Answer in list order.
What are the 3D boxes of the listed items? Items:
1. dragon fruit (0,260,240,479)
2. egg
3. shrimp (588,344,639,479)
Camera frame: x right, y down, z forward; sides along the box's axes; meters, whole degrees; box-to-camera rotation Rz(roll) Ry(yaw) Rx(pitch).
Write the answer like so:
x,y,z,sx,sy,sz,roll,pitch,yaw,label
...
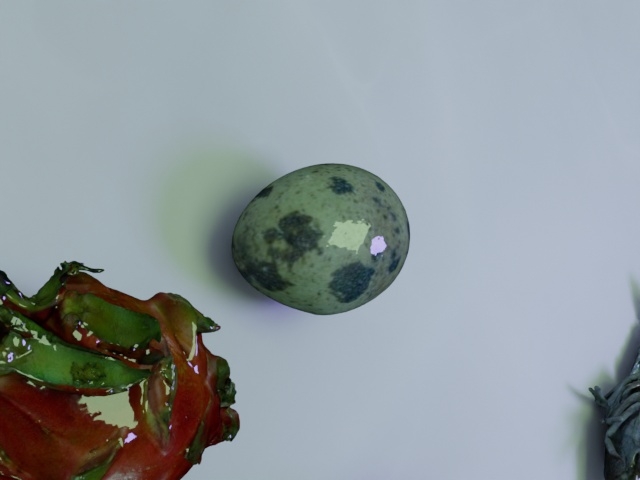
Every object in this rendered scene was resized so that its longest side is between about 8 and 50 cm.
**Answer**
x,y,z,sx,sy,sz,roll,pitch,yaw,label
-0.160,0.093,0.752,0.269,0.200,0.198,83,-19,-51,dragon fruit
0.000,0.000,1.012,0.181,0.141,0.141,-10,88,-40,egg
0.456,0.226,1.459,0.221,0.166,0.410,31,36,0,shrimp
